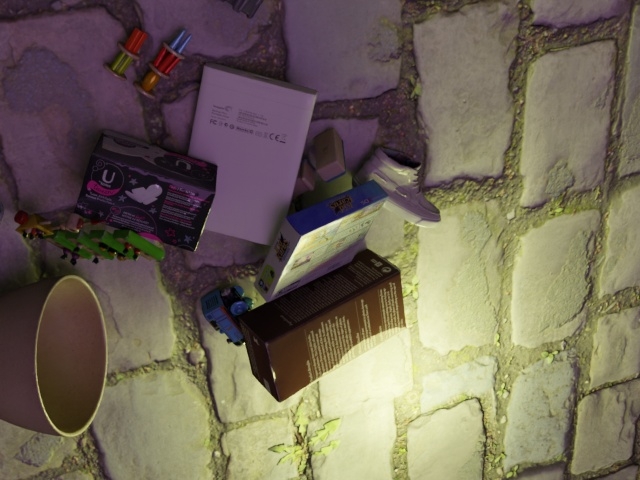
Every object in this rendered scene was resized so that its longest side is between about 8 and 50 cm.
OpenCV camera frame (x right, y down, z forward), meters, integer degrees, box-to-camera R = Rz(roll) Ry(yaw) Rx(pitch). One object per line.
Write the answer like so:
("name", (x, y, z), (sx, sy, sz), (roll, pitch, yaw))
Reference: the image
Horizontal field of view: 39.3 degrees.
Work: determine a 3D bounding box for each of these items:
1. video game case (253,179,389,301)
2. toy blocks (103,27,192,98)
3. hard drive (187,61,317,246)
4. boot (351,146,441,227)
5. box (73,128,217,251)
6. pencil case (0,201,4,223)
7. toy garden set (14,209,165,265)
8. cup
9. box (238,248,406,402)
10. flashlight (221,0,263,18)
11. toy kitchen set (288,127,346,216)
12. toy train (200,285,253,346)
("video game case", (0.000, 0.000, 1.981), (0.269, 0.061, 0.244), (-25, 156, -38))
("toy blocks", (-0.329, -0.364, 1.733), (0.123, 0.054, 0.148), (30, 105, -34))
("hard drive", (-0.159, -0.173, 1.874), (0.233, 0.047, 0.353), (15, 116, -1))
("boot", (0.205, -0.124, 2.076), (0.258, 0.095, 0.123), (22, 117, -31))
("box", (-0.342, -0.105, 1.791), (0.247, 0.163, 0.142), (19, 112, -13))
("pencil case", (-0.729, 0.024, 1.772), (0.124, 0.113, 0.273), (10, 117, -52))
("toy garden set", (-0.469, 0.003, 1.781), (0.204, 0.244, 0.049), (39, 58, -50))
("cup", (-0.619, 0.239, 1.861), (0.237, 0.331, 0.331), (-2, 125, 10))
("box", (0.012, 0.197, 2.122), (0.381, 0.143, 0.191), (-27, 129, -25))
("flashlight", (-0.078, -0.564, 1.684), (0.103, 0.103, 0.304), (21, 110, -39))
("toy kitchen set", (-0.013, -0.117, 2.003), (0.207, 0.122, 0.166), (-25, 130, 19))
("toy train", (-0.201, 0.183, 2.117), (0.105, 0.080, 0.184), (-28, 131, 6))
